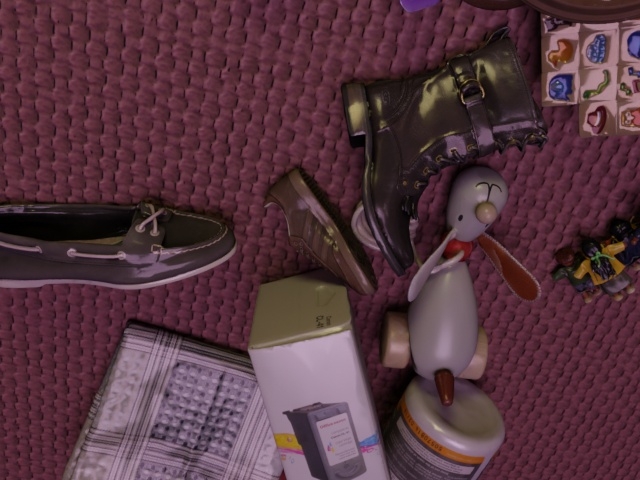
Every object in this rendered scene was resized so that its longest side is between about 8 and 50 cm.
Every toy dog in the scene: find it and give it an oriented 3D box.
[{"bbox_3d":[0.175,0.084,0.856,0.220,0.161,0.333,-12,120,3],"label":"toy dog"}]

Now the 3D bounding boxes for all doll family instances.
[{"bbox_3d":[0.417,0.014,0.884,0.193,0.076,0.111,-37,111,12],"label":"doll family"}]

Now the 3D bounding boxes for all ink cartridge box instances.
[{"bbox_3d":[0.007,0.217,0.854,0.131,0.226,0.306,-14,106,2],"label":"ink cartridge box"}]

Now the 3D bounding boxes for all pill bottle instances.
[{"bbox_3d":[0.161,0.357,1.013,0.162,0.162,0.278,17,118,-13],"label":"pill bottle"}]

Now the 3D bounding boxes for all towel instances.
[{"bbox_3d":[-0.204,0.314,0.972,0.312,0.056,0.324,21,96,-15],"label":"towel"}]

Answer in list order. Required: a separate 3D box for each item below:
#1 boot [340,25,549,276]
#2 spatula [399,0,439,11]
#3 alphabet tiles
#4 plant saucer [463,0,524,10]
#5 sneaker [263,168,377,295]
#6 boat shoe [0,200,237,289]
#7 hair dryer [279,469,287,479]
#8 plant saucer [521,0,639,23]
[{"bbox_3d":[0.155,-0.102,0.754,0.229,0.091,0.262,-12,95,4],"label":"boot"},{"bbox_3d":[0.086,-0.387,0.636,0.084,0.030,0.296,-29,121,-37],"label":"spatula"},{"bbox_3d":[0.339,-0.229,0.680,0.198,0.009,0.237,-1,113,19],"label":"alphabet tiles"},{"bbox_3d":[0.207,-0.334,0.691,0.169,0.029,0.168,-1,120,-2],"label":"plant saucer"},{"bbox_3d":[0.000,0.000,0.828,0.071,0.066,0.188,-35,86,18],"label":"sneaker"},{"bbox_3d":[-0.278,-0.004,0.807,0.336,0.112,0.095,-5,125,3],"label":"boat shoe"},{"bbox_3d":[-0.100,0.465,1.109,0.224,0.080,0.293,-13,118,6],"label":"hair dryer"},{"bbox_3d":[0.282,-0.343,0.602,0.278,0.041,0.277,8,123,13],"label":"plant saucer"}]
